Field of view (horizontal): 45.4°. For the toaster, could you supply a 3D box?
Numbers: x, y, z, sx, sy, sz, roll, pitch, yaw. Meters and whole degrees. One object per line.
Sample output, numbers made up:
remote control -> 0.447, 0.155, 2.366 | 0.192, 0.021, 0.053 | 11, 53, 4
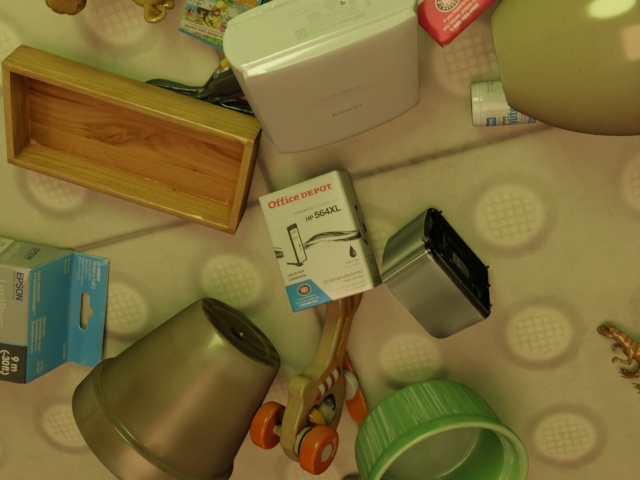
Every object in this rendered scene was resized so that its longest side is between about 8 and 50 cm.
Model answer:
toaster -> 0.190, 0.048, 1.263 | 0.110, 0.168, 0.186 | -36, 106, 23

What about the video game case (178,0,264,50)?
video game case -> -0.140, -0.376, 1.160 | 0.119, 0.015, 0.166 | 27, 107, 14

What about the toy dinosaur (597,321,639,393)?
toy dinosaur -> 0.585, 0.210, 1.338 | 0.211, 0.064, 0.112 | 18, 116, 0

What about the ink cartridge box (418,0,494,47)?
ink cartridge box -> 0.147, -0.457, 1.048 | 0.306, 0.131, 0.226 | 42, 115, -13

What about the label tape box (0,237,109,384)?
label tape box -> -0.591, 0.131, 1.438 | 0.347, 0.115, 0.249 | 11, 112, 0

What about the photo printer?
photo printer -> 0.018, -0.236, 1.091 | 0.256, 0.307, 0.107 | -20, 72, 1

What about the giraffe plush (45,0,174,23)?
giraffe plush -> -0.294, -0.399, 1.121 | 0.170, 0.210, 0.181 | 16, 93, -5

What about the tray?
tray -> -0.313, -0.164, 1.271 | 0.410, 0.076, 0.203 | 18, 132, 1

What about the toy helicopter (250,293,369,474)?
toy helicopter -> 0.022, 0.231, 1.382 | 0.140, 0.235, 0.355 | 17, 96, 31

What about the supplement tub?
supplement tub -> 0.287, -0.213, 1.177 | 0.107, 0.071, 0.071 | -4, 115, 10

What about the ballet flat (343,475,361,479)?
ballet flat -> 0.137, 0.507, 1.549 | 0.206, 0.067, 0.073 | -18, 112, 16

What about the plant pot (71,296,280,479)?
plant pot -> -0.233, 0.265, 1.385 | 0.323, 0.323, 0.280 | 39, 98, -10

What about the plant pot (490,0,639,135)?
plant pot -> 0.338, -0.267, 1.032 | 0.190, 0.284, 0.284 | -10, 114, 20

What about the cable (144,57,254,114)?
cable -> -0.166, -0.250, 1.255 | 0.287, 0.072, 0.139 | -13, 131, 28

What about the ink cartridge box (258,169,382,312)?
ink cartridge box -> 0.000, 0.000, 1.275 | 0.148, 0.086, 0.203 | -18, 88, 16

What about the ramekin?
ramekin -> 0.209, 0.402, 1.397 | 0.303, 0.148, 0.303 | -7, 120, -12
